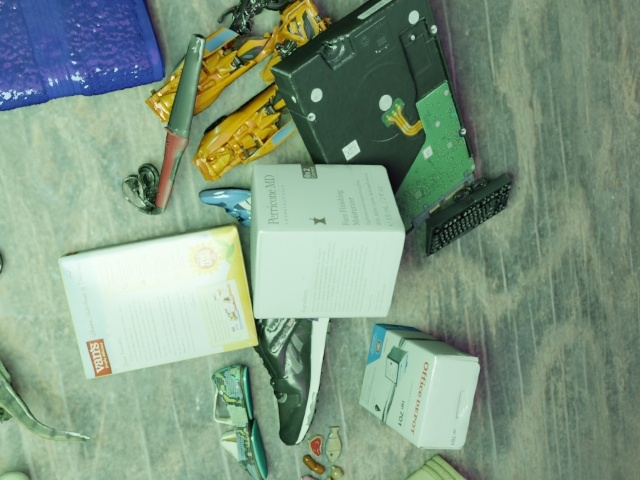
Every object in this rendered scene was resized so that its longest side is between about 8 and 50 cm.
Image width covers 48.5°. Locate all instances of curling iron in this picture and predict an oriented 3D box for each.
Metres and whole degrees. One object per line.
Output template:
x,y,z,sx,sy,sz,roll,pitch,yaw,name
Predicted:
-0.195,-0.138,0.906,0.068,0.035,0.274,28,126,-2,curling iron

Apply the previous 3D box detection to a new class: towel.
-0.370,-0.277,0.882,0.308,0.076,0.228,-17,96,-19,towel

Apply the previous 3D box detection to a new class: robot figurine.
-0.084,-0.224,0.994,0.291,0.085,0.211,-41,111,-12,robot figurine

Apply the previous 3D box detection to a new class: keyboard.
0.241,-0.049,1.149,0.180,0.023,0.108,-30,138,-24,keyboard

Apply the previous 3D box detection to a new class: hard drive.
0.093,-0.164,1.033,0.237,0.064,0.339,-38,128,-13,hard drive

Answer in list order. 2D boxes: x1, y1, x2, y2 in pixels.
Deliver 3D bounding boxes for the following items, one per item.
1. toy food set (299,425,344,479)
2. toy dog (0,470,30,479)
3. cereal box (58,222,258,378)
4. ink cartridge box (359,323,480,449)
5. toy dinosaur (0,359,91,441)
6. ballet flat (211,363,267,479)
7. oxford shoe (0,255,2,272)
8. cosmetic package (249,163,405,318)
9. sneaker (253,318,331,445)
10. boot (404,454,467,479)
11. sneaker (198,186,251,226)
0.002,0.365,1.144,0.077,0.019,0.122,-8,100,-21,toy food set
-0.378,0.510,0.797,0.284,0.408,0.396,30,86,-23,toy dog
-0.217,0.081,0.973,0.240,0.047,0.173,-10,101,-5,cereal box
0.146,0.218,1.090,0.082,0.190,0.140,9,93,-23,ink cartridge box
-0.419,0.184,0.898,0.268,0.118,0.064,47,36,-8,toy dinosaur
-0.124,0.276,1.066,0.070,0.070,0.189,-13,100,-20,ballet flat
-0.502,0.014,0.850,0.227,0.096,0.083,16,89,-25,oxford shoe
0.000,0.000,0.948,0.183,0.151,0.152,0,129,-9,cosmetic package
-0.056,0.160,1.066,0.124,0.107,0.284,8,93,-5,sneaker
0.192,0.488,1.130,0.203,0.262,0.095,-25,140,-20,boot
-0.106,-0.045,1.027,0.144,0.053,0.059,9,96,-22,sneaker
